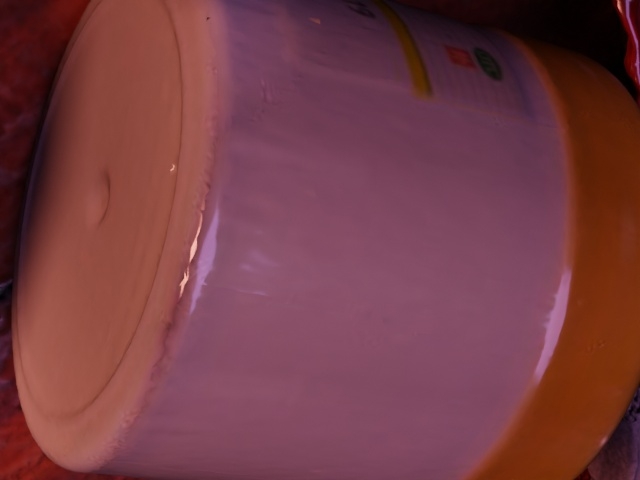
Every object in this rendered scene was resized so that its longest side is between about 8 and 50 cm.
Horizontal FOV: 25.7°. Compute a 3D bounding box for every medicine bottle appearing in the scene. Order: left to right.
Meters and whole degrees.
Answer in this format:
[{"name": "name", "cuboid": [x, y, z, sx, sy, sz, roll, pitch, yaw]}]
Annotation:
[{"name": "medicine bottle", "cuboid": [0.000, 0.000, 0.654, 0.232, 0.238, 0.238, 12, 105, -28]}]

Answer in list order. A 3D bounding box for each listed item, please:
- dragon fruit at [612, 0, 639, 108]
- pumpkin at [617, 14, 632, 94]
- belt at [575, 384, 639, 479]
[{"name": "dragon fruit", "cuboid": [0.254, -0.140, 0.699, 0.286, 0.228, 0.329, 21, 118, 10]}, {"name": "pumpkin", "cuboid": [0.252, -0.160, 0.802, 0.163, 0.111, 0.278, 42, 83, -17]}, {"name": "belt", "cuboid": [0.183, 0.100, 0.869, 0.126, 0.094, 0.359, -21, 119, -20]}]
